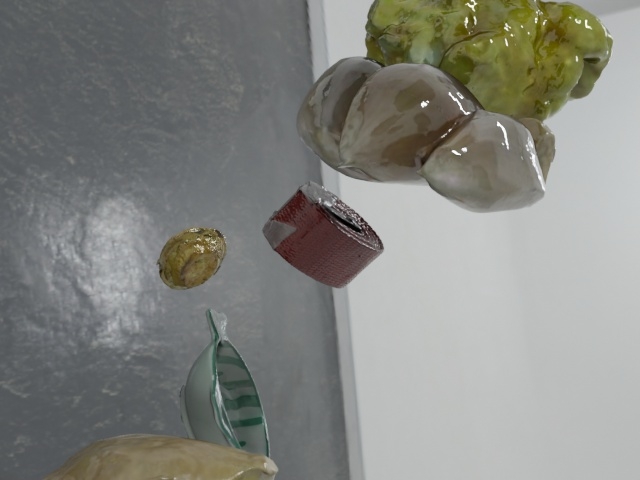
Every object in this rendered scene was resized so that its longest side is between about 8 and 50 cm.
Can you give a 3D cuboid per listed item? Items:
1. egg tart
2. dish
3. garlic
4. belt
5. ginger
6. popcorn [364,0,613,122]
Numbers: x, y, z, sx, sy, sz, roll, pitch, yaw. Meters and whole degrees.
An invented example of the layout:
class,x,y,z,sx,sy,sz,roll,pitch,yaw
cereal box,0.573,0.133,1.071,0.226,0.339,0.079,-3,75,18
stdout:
class,x,y,z,sx,sy,sz,roll,pitch,yaw
egg tart,-0.203,0.035,1.143,0.049,0.129,0.129,46,-2,39
dish,-0.144,0.225,0.970,0.224,0.078,0.246,51,20,-73
garlic,0.108,-0.117,0.760,0.325,0.279,0.132,9,101,-46
belt,0.000,0.000,1.131,0.201,0.124,0.128,30,23,-43
ginger,-0.147,0.216,0.486,0.152,0.267,0.138,52,26,-25
popcorn,0.222,-0.271,1.044,0.294,0.292,0.334,58,-10,-30
